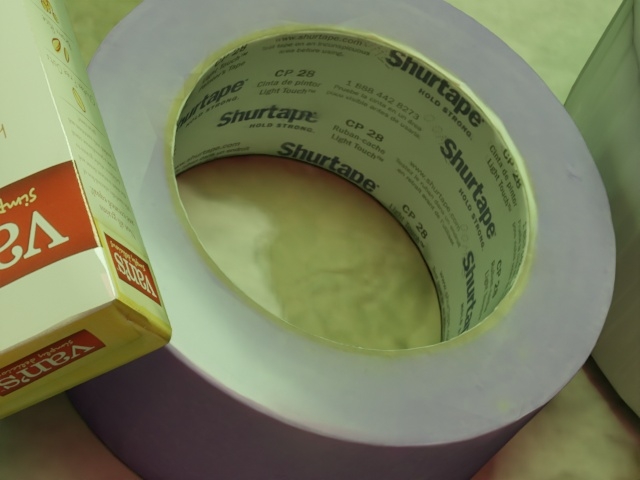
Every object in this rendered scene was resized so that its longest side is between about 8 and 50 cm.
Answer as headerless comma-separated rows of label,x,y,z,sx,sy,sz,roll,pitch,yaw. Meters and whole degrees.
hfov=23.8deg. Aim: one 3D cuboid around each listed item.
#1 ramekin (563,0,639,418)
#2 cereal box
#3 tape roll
ramekin,0.222,-0.018,0.588,0.277,0.135,0.277,10,56,-16
cereal box,-0.160,-0.044,0.455,0.173,0.047,0.240,-25,65,7
tape roll,0.000,0.000,0.524,0.189,0.080,0.189,10,57,-16
